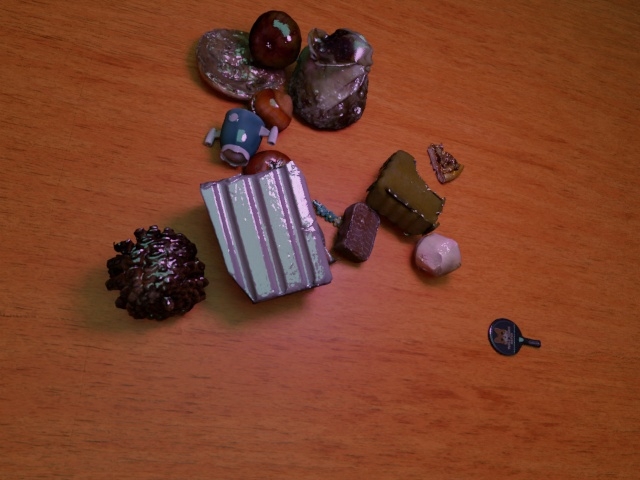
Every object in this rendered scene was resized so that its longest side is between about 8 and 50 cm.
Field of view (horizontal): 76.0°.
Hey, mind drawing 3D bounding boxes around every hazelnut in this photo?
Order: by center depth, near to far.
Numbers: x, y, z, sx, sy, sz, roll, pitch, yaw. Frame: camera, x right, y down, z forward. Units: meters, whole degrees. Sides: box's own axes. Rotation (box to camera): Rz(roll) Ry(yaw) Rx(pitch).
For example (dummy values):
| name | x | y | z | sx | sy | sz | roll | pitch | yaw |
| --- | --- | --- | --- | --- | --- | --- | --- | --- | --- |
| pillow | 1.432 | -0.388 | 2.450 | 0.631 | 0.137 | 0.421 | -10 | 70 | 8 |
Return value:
| name | x | y | z | sx | sy | sz | roll | pitch | yaw |
| --- | --- | --- | --- | --- | --- | --- | --- | --- | --- |
| hazelnut | -0.198 | -0.525 | 1.646 | 0.182 | 0.182 | 0.182 | 5 | 71 | -14 |

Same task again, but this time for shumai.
| name | x | y | z | sx | sy | sz | roll | pitch | yaw |
| --- | --- | --- | --- | --- | --- | --- | --- | --- | --- |
| shumai | 0.078 | -0.688 | 1.669 | 0.395 | 0.348 | 0.395 | 6 | 72 | -20 |

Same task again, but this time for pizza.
| name | x | y | z | sx | sy | sz | roll | pitch | yaw |
| --- | --- | --- | --- | --- | --- | --- | --- | --- | --- |
| pizza | 0.559 | -0.365 | 1.846 | 0.154 | 0.069 | 0.194 | -34 | 85 | -22 |

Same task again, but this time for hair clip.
| name | x | y | z | sx | sy | sz | roll | pitch | yaw |
| --- | --- | --- | --- | --- | --- | --- | --- | --- | --- |
| hair clip | 0.033 | -0.102 | 1.633 | 0.173 | 0.049 | 0.049 | 36 | 67 | -3 |

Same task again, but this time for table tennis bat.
| name | x | y | z | sx | sy | sz | roll | pitch | yaw |
| --- | --- | --- | --- | --- | --- | --- | --- | --- | --- |
| table tennis bat | 0.796 | 0.404 | 1.686 | 0.236 | 0.027 | 0.150 | 14 | 69 | -8 |

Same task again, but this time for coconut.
| name | x | y | z | sx | sy | sz | roll | pitch | yaw |
| --- | --- | --- | --- | --- | --- | --- | --- | --- | --- |
| coconut | 0.466 | 0.063 | 1.613 | 0.171 | 0.170 | 0.183 | -35 | 42 | -23 |

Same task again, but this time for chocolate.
| name | x | y | z | sx | sy | sz | roll | pitch | yaw |
| --- | --- | --- | --- | --- | --- | --- | --- | --- | --- |
| chocolate | 0.138 | -0.033 | 1.593 | 0.148 | 0.093 | 0.214 | 35 | 59 | -31 |

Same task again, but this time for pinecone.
| name | x | y | z | sx | sy | sz | roll | pitch | yaw |
| --- | --- | --- | --- | --- | --- | --- | --- | --- | --- |
| pinecone | -0.522 | 0.098 | 1.299 | 0.298 | 0.242 | 0.295 | 0 | 70 | -37 |

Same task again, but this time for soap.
| name | x | y | z | sx | sy | sz | roll | pitch | yaw |
| --- | --- | --- | --- | --- | --- | --- | --- | --- | --- |
| soap | -0.187 | -0.010 | 1.411 | 0.350 | 0.213 | 0.435 | -17 | 87 | -19 |

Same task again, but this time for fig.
| name | x | y | z | sx | sy | sz | roll | pitch | yaw |
| --- | --- | --- | --- | --- | --- | --- | --- | --- | --- |
| fig | -0.160 | -0.831 | 1.705 | 0.217 | 0.217 | 0.321 | 33 | 29 | -3 |

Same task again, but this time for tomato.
| name | x | y | z | sx | sy | sz | roll | pitch | yaw |
| --- | --- | --- | --- | --- | --- | --- | --- | --- | --- |
| tomato | -0.187 | -0.266 | 1.602 | 0.225 | 0.085 | 0.225 | 6 | 68 | -14 |

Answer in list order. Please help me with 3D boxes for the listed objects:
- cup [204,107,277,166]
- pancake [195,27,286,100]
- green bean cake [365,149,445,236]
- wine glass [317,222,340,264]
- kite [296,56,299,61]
| name | x | y | z | sx | sy | sz | roll | pitch | yaw |
| --- | --- | --- | --- | --- | --- | --- | --- | --- | --- |
| cup | -0.306 | -0.379 | 1.558 | 0.300 | 0.167 | 0.173 | 3 | 66 | 18 |
| pancake | -0.330 | -0.738 | 1.715 | 0.387 | 0.082 | 0.386 | 8 | 68 | -20 |
| green bean cake | 0.351 | -0.180 | 1.673 | 0.310 | 0.202 | 0.285 | 38 | 55 | -2 |
| wine glass | 0.000 | 0.000 | 1.575 | 0.066 | 0.066 | 0.198 | -28 | 82 | -22 |
| kite | 0.045 | -0.785 | 1.875 | 0.335 | 0.011 | 0.314 | 16 | 69 | -9 |
